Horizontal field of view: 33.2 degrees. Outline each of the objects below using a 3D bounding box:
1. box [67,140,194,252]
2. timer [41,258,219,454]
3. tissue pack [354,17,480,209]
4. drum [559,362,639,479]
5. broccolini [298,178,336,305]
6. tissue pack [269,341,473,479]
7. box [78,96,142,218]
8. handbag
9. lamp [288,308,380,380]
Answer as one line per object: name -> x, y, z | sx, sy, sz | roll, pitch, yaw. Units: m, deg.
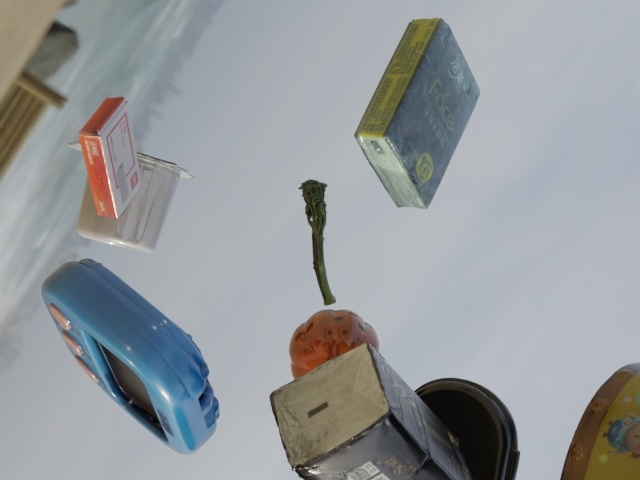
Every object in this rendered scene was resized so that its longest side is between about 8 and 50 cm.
box -> -0.457, -0.094, 2.397 | 0.262, 0.291, 0.206 | 46, 57, -79
timer -> -0.295, 0.185, 1.706 | 0.115, 0.309, 0.340 | -43, 154, -22
tissue pack -> 0.158, -0.206, 1.741 | 0.081, 0.185, 0.257 | 6, -123, 35
drum -> 0.563, 0.407, 1.685 | 0.214, 0.431, 0.431 | 9, -116, 42
broccolini -> 0.000, 0.000, 1.900 | 0.051, 0.054, 0.239 | 78, 4, -69
tissue pack -> 0.097, 0.364, 1.821 | 0.210, 0.370, 0.198 | -28, -139, 14
box -> -0.413, -0.165, 2.122 | 0.229, 0.050, 0.123 | 89, 18, -44
handbag -> 0.261, 0.423, 2.097 | 0.093, 0.254, 0.307 | 14, 87, -69
lamp -> 0.028, 0.231, 2.128 | 0.187, 0.188, 0.164 | -55, -173, 17
